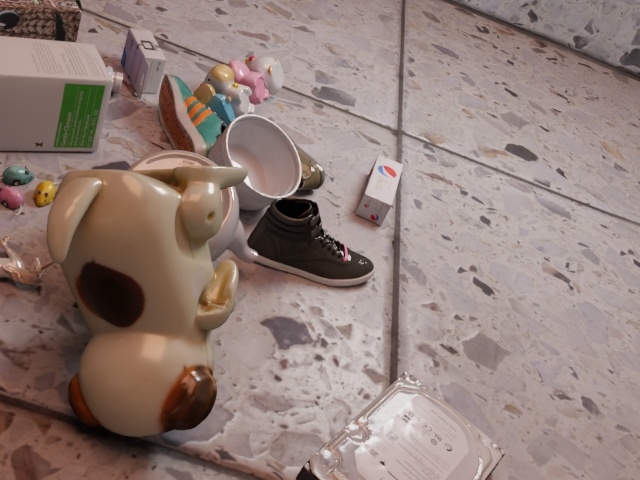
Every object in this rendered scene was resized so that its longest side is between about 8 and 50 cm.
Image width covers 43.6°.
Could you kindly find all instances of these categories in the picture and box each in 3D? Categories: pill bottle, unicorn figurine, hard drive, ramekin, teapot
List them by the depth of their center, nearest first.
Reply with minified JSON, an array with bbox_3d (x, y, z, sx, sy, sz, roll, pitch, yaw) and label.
[{"bbox_3d":[0.144,0.383,1.356,0.237,0.064,0.339,39,38,19],"label":"hard drive"},{"bbox_3d":[-0.551,0.039,1.391,0.161,0.060,0.111,-16,51,-23],"label":"unicorn figurine"},{"bbox_3d":[-0.282,-0.036,1.536,0.252,0.187,0.256,-28,71,-24],"label":"teapot"},{"bbox_3d":[-0.154,-0.165,1.785,0.207,0.109,0.207,21,55,-33],"label":"ramekin"},{"bbox_3d":[-0.542,-0.397,1.937,0.120,0.067,0.067,13,37,-17],"label":"pill bottle"}]

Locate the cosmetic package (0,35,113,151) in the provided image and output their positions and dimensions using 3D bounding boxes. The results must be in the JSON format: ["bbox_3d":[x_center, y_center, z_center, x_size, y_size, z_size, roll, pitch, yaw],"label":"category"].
[{"bbox_3d":[-0.640,-0.302,1.647,0.365,0.197,0.155,-6,46,-34],"label":"cosmetic package"}]

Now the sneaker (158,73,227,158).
[{"bbox_3d":[-0.298,-0.278,1.908,0.121,0.108,0.302,-2,51,-34],"label":"sneaker"}]

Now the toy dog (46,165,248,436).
[{"bbox_3d":[-0.258,0.093,1.223,0.284,0.408,0.395,-2,6,5],"label":"toy dog"}]

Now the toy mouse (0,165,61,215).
[{"bbox_3d":[-0.595,-0.109,1.567,0.143,0.031,0.161,21,36,-6],"label":"toy mouse"}]

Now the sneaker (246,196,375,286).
[{"bbox_3d":[0.000,0.000,1.687,0.295,0.147,0.105,14,35,-17],"label":"sneaker"}]

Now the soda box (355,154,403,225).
[{"bbox_3d":[0.150,-0.131,2.011,0.073,0.069,0.216,24,35,-2],"label":"soda box"}]

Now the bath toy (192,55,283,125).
[{"bbox_3d":[-0.219,-0.406,2.103,0.128,0.152,0.348,-1,26,25],"label":"bath toy"}]

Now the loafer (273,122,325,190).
[{"bbox_3d":[-0.103,-0.206,1.933,0.251,0.094,0.087,35,32,14],"label":"loafer"}]

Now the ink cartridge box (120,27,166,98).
[{"bbox_3d":[-0.444,-0.445,2.026,0.060,0.104,0.180,-1,43,-34],"label":"ink cartridge box"}]

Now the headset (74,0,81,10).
[{"bbox_3d":[-0.801,-0.689,2.055,0.394,0.185,0.243,22,33,-25],"label":"headset"}]

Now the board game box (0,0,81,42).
[{"bbox_3d":[-0.706,-0.447,1.761,0.290,0.232,0.141,-8,47,-37],"label":"board game box"}]
